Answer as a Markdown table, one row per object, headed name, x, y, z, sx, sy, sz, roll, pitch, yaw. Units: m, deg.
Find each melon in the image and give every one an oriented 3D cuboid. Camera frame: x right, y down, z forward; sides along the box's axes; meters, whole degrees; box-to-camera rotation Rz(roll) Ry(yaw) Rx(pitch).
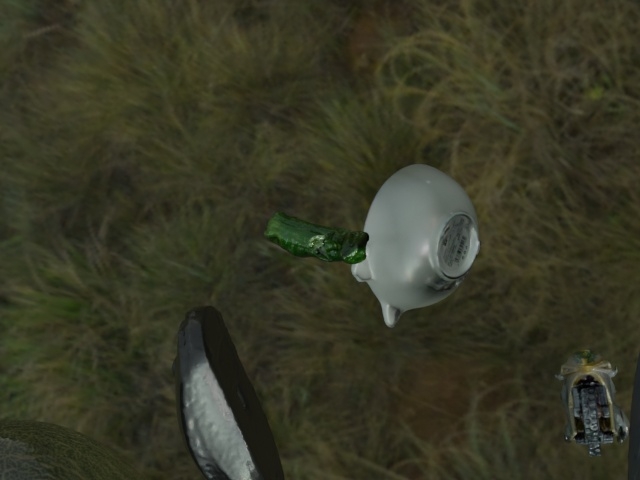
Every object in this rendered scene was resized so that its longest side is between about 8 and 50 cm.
| name | x | y | z | sx | sy | sz | roll | pitch | yaw |
| --- | --- | --- | --- | --- | --- | --- | --- | --- | --- |
| melon | -0.318 | 0.351 | 1.257 | 0.248 | 0.329 | 0.248 | -52 | 13 | 17 |

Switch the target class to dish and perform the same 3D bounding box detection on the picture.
| name | x | y | z | sx | sy | sz | roll | pitch | yaw |
| --- | --- | --- | --- | --- | --- | --- | --- | --- | --- |
| dish | 0.160 | 0.011 | 1.455 | 0.086 | 0.228 | 0.236 | 13 | 52 | 45 |

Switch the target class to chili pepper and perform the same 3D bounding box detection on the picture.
| name | x | y | z | sx | sy | sz | roll | pitch | yaw |
| --- | --- | --- | --- | --- | --- | --- | --- | --- | --- |
| chili pepper | 0.006 | 0.002 | 1.296 | 0.182 | 0.073 | 0.050 | 11 | 82 | 51 |

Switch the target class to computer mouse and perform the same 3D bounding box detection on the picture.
| name | x | y | z | sx | sy | sz | roll | pitch | yaw |
| --- | --- | --- | --- | --- | --- | --- | --- | --- | --- |
| computer mouse | -0.124 | 0.206 | 1.261 | 0.086 | 0.269 | 0.137 | -18 | 20 | 7 |

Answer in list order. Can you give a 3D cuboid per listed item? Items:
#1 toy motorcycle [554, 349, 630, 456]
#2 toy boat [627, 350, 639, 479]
| name | x | y | z | sx | sy | sz | roll | pitch | yaw |
| --- | --- | --- | --- | --- | --- | --- | --- | --- | --- |
| toy motorcycle | 0.394 | 0.236 | 1.548 | 0.094 | 0.229 | 0.129 | -9 | 68 | 12 |
| toy boat | 0.253 | 0.112 | 0.354 | 0.291 | 0.067 | 0.220 | 7 | 59 | 6 |
